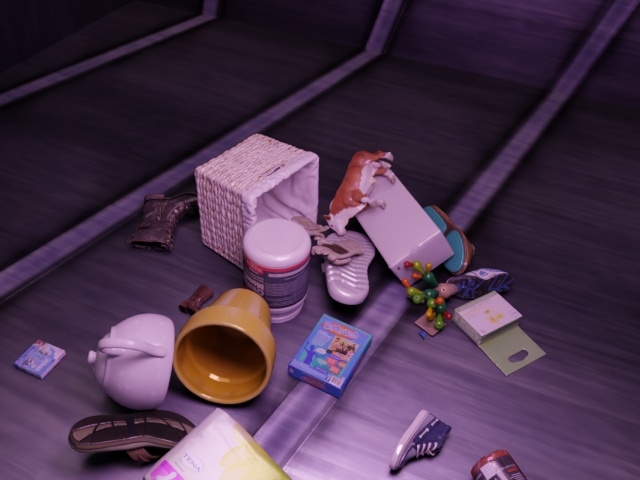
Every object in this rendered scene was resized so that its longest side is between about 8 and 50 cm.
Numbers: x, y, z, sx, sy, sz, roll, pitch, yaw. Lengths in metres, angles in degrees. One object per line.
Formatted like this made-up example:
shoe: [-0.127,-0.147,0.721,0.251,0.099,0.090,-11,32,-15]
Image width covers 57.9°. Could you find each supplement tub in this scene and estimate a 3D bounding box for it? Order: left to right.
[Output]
supplement tub: [-0.127,0.089,1.668,0.191,0.272,0.191,3,42,-3]
supplement tub: [0.435,0.583,1.302,0.106,0.106,0.197,-13,44,-20]

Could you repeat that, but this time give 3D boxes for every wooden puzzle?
wooden puzzle: [0.329,0.250,1.732,0.116,0.014,0.079,-25,45,-29]

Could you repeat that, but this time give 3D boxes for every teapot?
teapot: [-0.469,0.290,1.411,0.187,0.255,0.252,10,20,-22]

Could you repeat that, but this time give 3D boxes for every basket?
basket: [-0.201,-0.124,1.858,0.267,0.331,0.328,28,46,26]

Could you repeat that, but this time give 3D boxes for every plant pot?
plant pot: [-0.230,0.254,1.516,0.254,0.253,0.239,9,26,4]

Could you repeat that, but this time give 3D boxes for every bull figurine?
bull figurine: [0.128,-0.163,1.884,0.189,0.101,0.310,6,68,34]

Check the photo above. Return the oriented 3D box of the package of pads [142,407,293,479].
package of pads: [-0.202,0.539,1.251,0.297,0.101,0.229,39,52,16]

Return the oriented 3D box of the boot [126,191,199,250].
boot: [-0.499,-0.055,1.945,0.263,0.091,0.228,-2,48,-2]

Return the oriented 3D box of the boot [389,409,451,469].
boot: [0.245,0.496,1.405,0.086,0.069,0.190,25,44,25]

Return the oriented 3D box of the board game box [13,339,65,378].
board game box: [-0.748,0.315,1.541,0.090,0.020,0.090,19,43,13]

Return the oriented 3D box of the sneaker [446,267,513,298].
sneaker: [0.501,0.134,1.846,0.211,0.080,0.081,-4,17,-7]

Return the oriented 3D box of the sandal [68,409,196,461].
sandal: [-0.427,0.465,1.353,0.303,0.086,0.120,7,19,-21]

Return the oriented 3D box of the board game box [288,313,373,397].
board game box: [0.030,0.315,1.602,0.160,0.047,0.210,22,45,18]

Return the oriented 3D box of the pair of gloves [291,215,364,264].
pair of gloves: [0.000,0.000,1.770,0.240,0.042,0.204,32,22,21]

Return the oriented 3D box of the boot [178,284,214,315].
boot: [-0.347,0.183,1.722,0.107,0.037,0.114,27,41,19]

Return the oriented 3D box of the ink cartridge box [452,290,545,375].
ink cartridge box: [0.529,0.266,1.705,0.171,0.056,0.235,-19,45,-26]

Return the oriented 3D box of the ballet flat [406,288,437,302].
ballet flat: [0.325,0.174,1.799,0.115,0.041,0.041,-8,44,-13]

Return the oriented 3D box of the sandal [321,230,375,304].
sandal: [0.073,0.087,1.813,0.170,0.102,0.416,18,27,0]

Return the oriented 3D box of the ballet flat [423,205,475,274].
ballet flat: [0.446,0.004,1.950,0.124,0.116,0.342,21,25,-28]

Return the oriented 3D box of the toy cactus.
toy cactus: [0.347,0.151,1.740,0.181,0.112,0.218,-7,60,-39]

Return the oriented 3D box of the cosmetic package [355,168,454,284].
cosmetic package: [0.249,-0.053,1.901,0.197,0.155,0.365,-35,49,7]
